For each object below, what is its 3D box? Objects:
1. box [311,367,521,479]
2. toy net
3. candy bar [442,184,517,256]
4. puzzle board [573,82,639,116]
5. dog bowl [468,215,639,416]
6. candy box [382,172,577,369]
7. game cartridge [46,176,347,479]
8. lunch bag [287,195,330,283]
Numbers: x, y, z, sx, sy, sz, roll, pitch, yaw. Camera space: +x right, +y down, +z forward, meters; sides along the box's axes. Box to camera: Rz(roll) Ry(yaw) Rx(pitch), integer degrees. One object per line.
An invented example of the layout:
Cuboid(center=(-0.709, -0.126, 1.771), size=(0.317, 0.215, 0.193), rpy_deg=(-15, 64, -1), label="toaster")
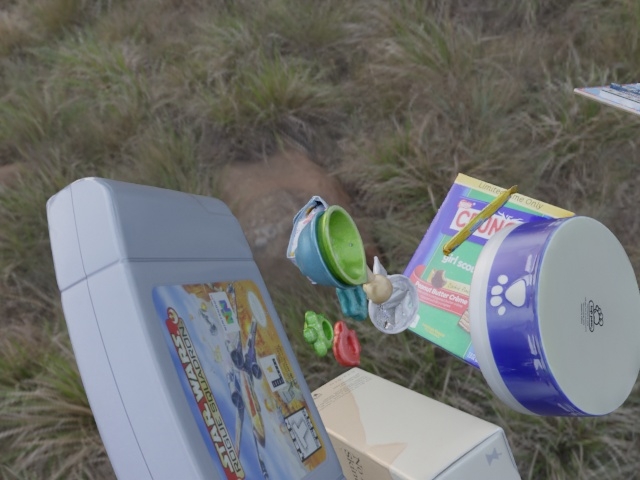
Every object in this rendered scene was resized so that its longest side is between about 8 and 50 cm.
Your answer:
Cuboid(center=(0.098, 0.273, 0.939), size=(0.121, 0.148, 0.311), rpy_deg=(-27, 14, -24), label="box")
Cuboid(center=(0.048, 0.052, 0.689), size=(0.045, 0.232, 0.122), rpy_deg=(-21, 69, 23), label="toy net")
Cuboid(center=(0.258, -0.032, 1.253), size=(0.161, 0.040, 0.018), rpy_deg=(-43, 73, 2), label="candy bar")
Cuboid(center=(0.288, -0.109, 0.631), size=(0.096, 0.011, 0.128), rpy_deg=(-10, 31, -36), label="puzzle board")
Cuboid(center=(0.321, 0.102, 1.031), size=(0.104, 0.265, 0.265), rpy_deg=(-10, 41, 49), label="dog bowl")
Cuboid(center=(0.307, 0.066, 1.422), size=(0.268, 0.122, 0.317), rpy_deg=(26, 84, 45), label="candy box")
Cuboid(center=(-0.066, 0.101, 0.495), size=(0.062, 0.198, 0.297), rpy_deg=(-25, 82, 12), label="game cartridge")
Cuboid(center=(0.000, 0.000, 0.902), size=(0.053, 0.071, 0.083), rpy_deg=(-2, 60, 29), label="lunch bag")
